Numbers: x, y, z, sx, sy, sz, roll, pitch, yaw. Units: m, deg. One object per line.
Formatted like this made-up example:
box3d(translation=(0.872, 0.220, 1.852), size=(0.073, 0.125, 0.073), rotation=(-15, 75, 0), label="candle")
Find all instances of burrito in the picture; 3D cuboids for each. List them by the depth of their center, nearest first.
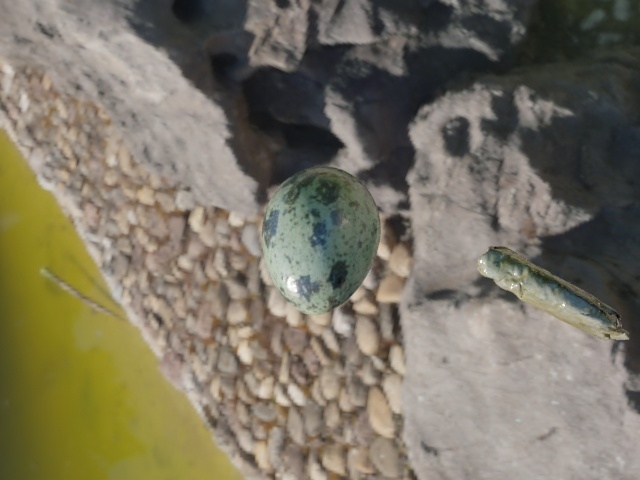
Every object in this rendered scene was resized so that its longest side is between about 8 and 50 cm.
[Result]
box3d(translation=(0.263, 0.062, 1.268), size=(0.188, 0.058, 0.045), rotation=(28, 103, 8), label="burrito")

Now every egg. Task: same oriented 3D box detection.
box3d(translation=(0.000, 0.000, 1.252), size=(0.132, 0.132, 0.172), rotation=(-17, 58, 40), label="egg")
